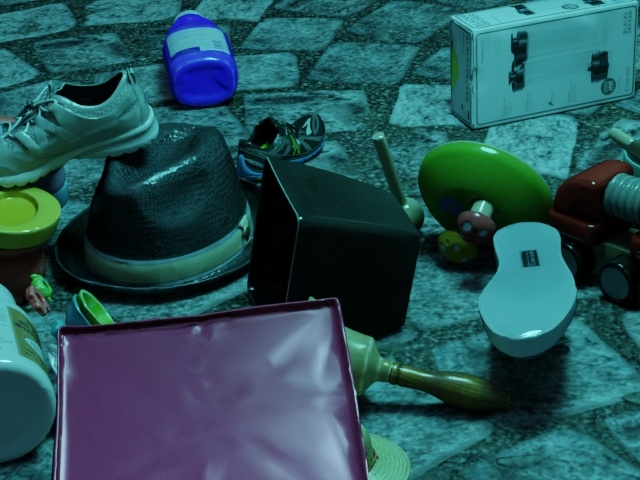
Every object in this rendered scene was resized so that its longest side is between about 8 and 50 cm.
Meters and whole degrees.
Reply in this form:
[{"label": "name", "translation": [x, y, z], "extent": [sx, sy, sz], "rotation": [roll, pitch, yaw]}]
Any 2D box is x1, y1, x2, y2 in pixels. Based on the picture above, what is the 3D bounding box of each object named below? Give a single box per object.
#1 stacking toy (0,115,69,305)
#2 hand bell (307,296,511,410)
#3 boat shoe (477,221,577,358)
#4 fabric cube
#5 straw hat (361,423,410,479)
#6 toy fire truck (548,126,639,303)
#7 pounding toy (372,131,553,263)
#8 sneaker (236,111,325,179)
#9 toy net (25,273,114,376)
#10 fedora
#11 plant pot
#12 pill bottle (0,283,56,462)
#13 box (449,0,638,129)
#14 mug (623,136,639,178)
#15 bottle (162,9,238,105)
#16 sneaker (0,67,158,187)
[{"label": "stacking toy", "translation": [-0.476, -0.044, 1.999], "extent": [0.279, 0.130, 0.309], "rotation": [5, 31, -4]}, {"label": "hand bell", "translation": [0.092, 0.149, 1.664], "extent": [0.242, 0.126, 0.126], "rotation": [12, 30, 6]}, {"label": "boat shoe", "translation": [0.240, 0.080, 1.749], "extent": [0.113, 0.105, 0.306], "rotation": [-6, 21, 5]}, {"label": "fabric cube", "translation": [-0.089, 0.236, 1.284], "extent": [0.259, 0.258, 0.254], "rotation": [-5, 40, -2]}, {"label": "straw hat", "translation": [0.026, 0.217, 1.561], "extent": [0.144, 0.061, 0.144], "rotation": [-4, 28, 2]}, {"label": "toy fire truck", "translation": [0.375, -0.047, 1.816], "extent": [0.158, 0.246, 0.217], "rotation": [-25, 35, -35]}, {"label": "pounding toy", "translation": [0.173, -0.033, 1.934], "extent": [0.237, 0.183, 0.110], "rotation": [10, 54, 25]}, {"label": "sneaker", "translation": [-0.056, -0.154, 2.253], "extent": [0.067, 0.078, 0.188], "rotation": [18, 34, 35]}, {"label": "toy net", "translation": [-0.290, 0.108, 1.747], "extent": [0.045, 0.122, 0.232], "rotation": [-36, 23, 5]}, {"label": "fedora", "translation": [-0.212, -0.063, 2.023], "extent": [0.334, 0.152, 0.334], "rotation": [-3, 27, 2]}, {"label": "plant pot", "translation": [0.018, 0.022, 1.823], "extent": [0.167, 0.188, 0.187], "rotation": [3, 25, -16]}, {"label": "pill bottle", "translation": [-0.378, 0.137, 1.688], "extent": [0.131, 0.131, 0.229], "rotation": [-11, 29, -14]}, {"label": "box", "translation": [0.351, -0.290, 2.365], "extent": [0.290, 0.169, 0.087], "rotation": [-13, 29, -16]}, {"label": "mug", "translation": [0.466, -0.069, 2.007], "extent": [0.129, 0.097, 0.158], "rotation": [11, 32, 25]}, {"label": "bottle", "translation": [-0.212, -0.320, 2.572], "extent": [0.118, 0.092, 0.283], "rotation": [-7, 28, -8]}, {"label": "sneaker", "translation": [-0.358, -0.156, 1.946], "extent": [0.281, 0.115, 0.105], "rotation": [-18, 37, -11]}]
